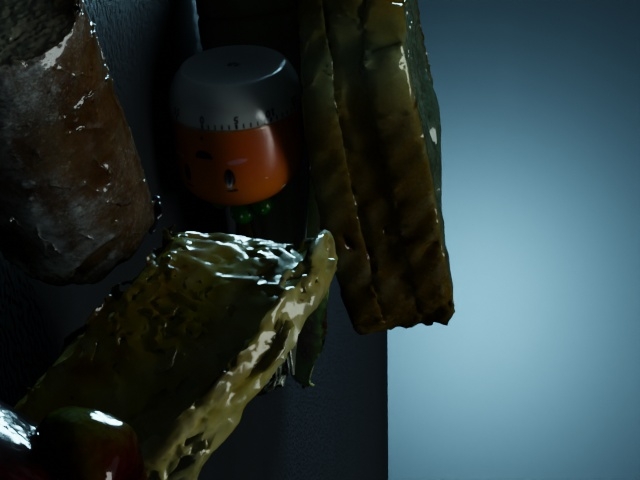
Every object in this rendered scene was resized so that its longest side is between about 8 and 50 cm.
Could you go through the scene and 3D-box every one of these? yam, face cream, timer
[{"bbox_3d":[-0.120,-0.047,0.608,0.141,0.079,0.079,79,11,-46],"label":"yam"},{"bbox_3d":[-0.041,-0.073,1.138,0.137,0.084,0.341,-91,174,-71],"label":"face cream"},{"bbox_3d":[-0.062,-0.071,1.017,0.136,0.099,0.136,10,90,-77],"label":"timer"}]

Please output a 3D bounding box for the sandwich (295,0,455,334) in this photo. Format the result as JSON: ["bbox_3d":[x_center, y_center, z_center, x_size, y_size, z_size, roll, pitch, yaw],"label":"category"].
[{"bbox_3d":[0.041,-0.124,1.096,0.301,0.099,0.271,-89,172,-47],"label":"sandwich"}]

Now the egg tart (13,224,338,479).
[{"bbox_3d":[-0.079,0.066,0.659,0.212,0.090,0.212,-48,-172,9],"label":"egg tart"}]

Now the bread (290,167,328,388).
[{"bbox_3d":[0.000,0.001,1.411,0.301,0.045,0.301,-170,-90,-90],"label":"bread"}]

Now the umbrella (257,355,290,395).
[{"bbox_3d":[-0.051,0.087,1.192,0.143,0.062,0.067,-86,-169,-71],"label":"umbrella"}]

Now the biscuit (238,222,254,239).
[{"bbox_3d":[-0.045,-0.031,1.370,0.236,0.039,0.180,-84,169,-56],"label":"biscuit"}]

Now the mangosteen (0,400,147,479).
[{"bbox_3d":[-0.105,0.113,0.405,0.152,0.152,0.152,-2,90,-83],"label":"mangosteen"}]
